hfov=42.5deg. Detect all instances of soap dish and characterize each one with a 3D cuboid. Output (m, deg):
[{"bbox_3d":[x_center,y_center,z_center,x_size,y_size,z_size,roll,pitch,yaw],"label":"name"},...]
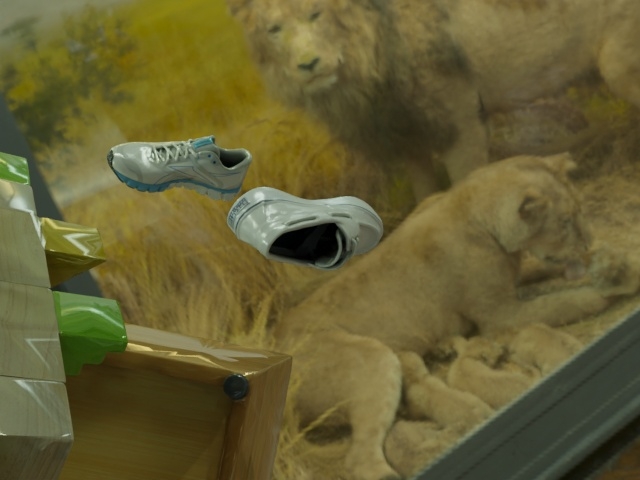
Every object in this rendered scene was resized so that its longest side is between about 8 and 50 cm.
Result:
[{"bbox_3d":[-0.190,0.199,0.808,0.291,0.229,0.118,10,-8,3],"label":"soap dish"}]

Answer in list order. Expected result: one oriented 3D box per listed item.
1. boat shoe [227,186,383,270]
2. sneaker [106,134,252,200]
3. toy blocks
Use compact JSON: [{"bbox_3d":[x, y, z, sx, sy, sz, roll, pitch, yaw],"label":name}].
[{"bbox_3d":[0.000,0.000,1.006,0.258,0.095,0.084,1,38,-47],"label":"boat shoe"},{"bbox_3d":[-0.172,-0.106,1.041,0.190,0.071,0.083,3,-38,-36],"label":"sneaker"},{"bbox_3d":[-0.279,0.129,0.590,0.190,0.261,0.381,13,27,-31],"label":"toy blocks"}]
